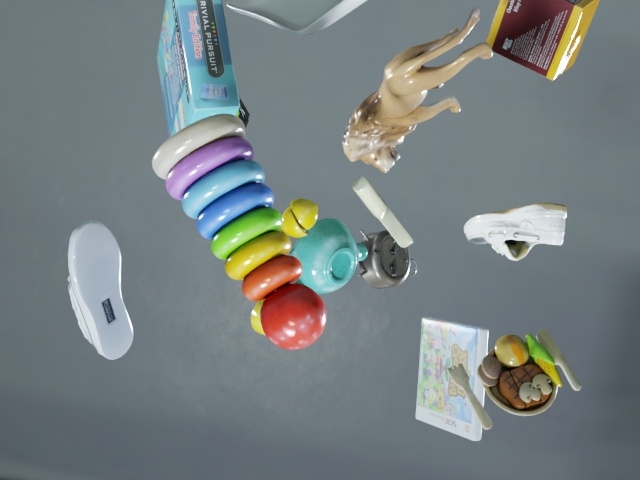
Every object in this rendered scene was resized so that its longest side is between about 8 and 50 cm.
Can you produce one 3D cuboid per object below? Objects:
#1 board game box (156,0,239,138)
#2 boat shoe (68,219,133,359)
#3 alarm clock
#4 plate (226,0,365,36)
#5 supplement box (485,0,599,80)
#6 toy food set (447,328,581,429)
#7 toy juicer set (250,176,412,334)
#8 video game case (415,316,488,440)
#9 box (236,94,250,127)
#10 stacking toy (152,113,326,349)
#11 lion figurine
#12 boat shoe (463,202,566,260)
[{"bbox_3d":[-0.225,-0.287,1.539,0.079,0.254,0.336,-7,168,-17],"label":"board game box"},{"bbox_3d":[-0.382,0.080,1.434,0.084,0.258,0.095,20,-147,36],"label":"boat shoe"},{"bbox_3d":[0.161,0.046,1.965,0.064,0.129,0.192,-10,162,42],"label":"alarm clock"},{"bbox_3d":[0.003,-0.464,1.586,0.277,0.278,0.045,35,157,50],"label":"plate"},{"bbox_3d":[0.530,-0.525,2.074,0.194,0.191,0.129,32,-137,21],"label":"supplement box"},{"bbox_3d":[0.311,0.210,1.354,0.192,0.132,0.038,-19,152,-19],"label":"toy food set"},{"bbox_3d":[0.000,0.000,1.422,0.329,0.209,0.089,-36,-142,-26],"label":"toy juicer set"},{"bbox_3d":[0.254,0.266,1.699,0.023,0.212,0.193,4,180,-28],"label":"video game case"},{"bbox_3d":[-0.194,-0.262,1.859,0.052,0.083,0.062,-13,128,23],"label":"box"},{"bbox_3d":[-0.096,-0.002,1.181,0.141,0.330,0.141,-29,173,-4],"label":"stacking toy"},{"bbox_3d":[0.168,-0.291,1.674,0.240,0.142,0.392,-21,157,-14],"label":"lion figurine"},{"bbox_3d":[0.376,-0.008,1.712,0.098,0.096,0.277,3,171,-23],"label":"boat shoe"}]
